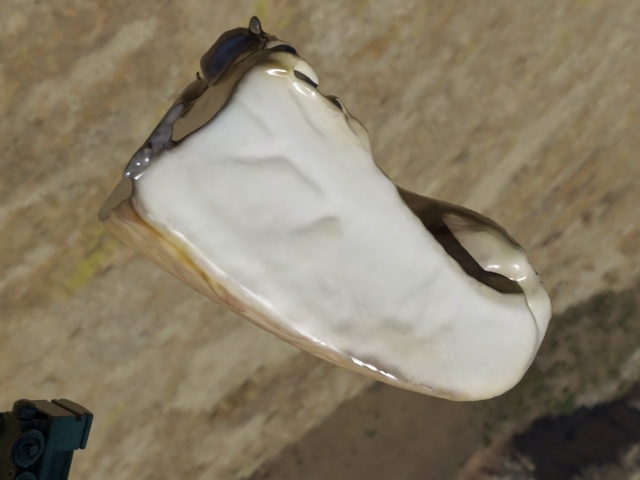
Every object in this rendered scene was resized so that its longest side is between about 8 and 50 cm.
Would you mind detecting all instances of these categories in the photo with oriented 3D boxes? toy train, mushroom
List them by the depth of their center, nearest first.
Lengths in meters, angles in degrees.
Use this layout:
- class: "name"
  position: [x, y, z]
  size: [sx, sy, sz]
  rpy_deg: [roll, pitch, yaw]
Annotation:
- class: "mushroom"
  position: [0.000, 0.017, 1.394]
  size: [0.224, 0.397, 0.313]
  rpy_deg: [-56, -170, -18]
- class: "toy train"
  position: [-0.301, 0.244, 1.556]
  size: [0.111, 0.071, 0.170]
  rpy_deg: [5, 102, -51]
